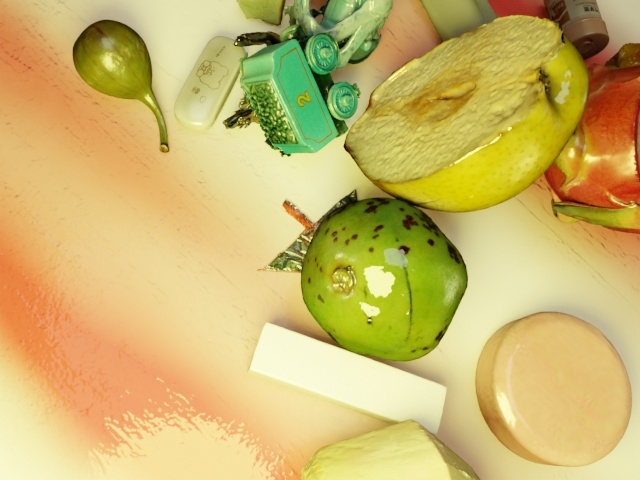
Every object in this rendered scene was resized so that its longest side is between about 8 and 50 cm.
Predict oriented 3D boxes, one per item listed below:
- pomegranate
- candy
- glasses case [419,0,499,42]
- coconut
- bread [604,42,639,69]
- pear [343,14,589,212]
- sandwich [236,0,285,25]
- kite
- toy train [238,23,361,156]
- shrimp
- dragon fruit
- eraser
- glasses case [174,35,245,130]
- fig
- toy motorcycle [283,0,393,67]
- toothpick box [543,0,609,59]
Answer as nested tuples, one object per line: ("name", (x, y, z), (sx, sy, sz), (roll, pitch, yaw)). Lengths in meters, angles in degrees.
("pomegranate", (0.103, 0.060, 0.865), (0.254, 0.270, 0.255), (-8, 75, 32))
("candy", (0.383, 0.235, 0.928), (0.255, 0.094, 0.256), (3, 71, -9))
("glasses case", (0.299, -0.410, 1.107), (0.083, 0.128, 0.308), (-12, 73, -39))
("coconut", (0.108, 0.368, 0.761), (0.244, 0.239, 0.239), (-9, 74, -12))
("bread", (0.760, -0.268, 1.157), (0.380, 0.109, 0.185), (17, 69, -6))
("pear", (0.238, -0.170, 0.911), (0.191, 0.386, 0.340), (42, 72, -29))
("sandwich", (-0.109, -0.453, 1.056), (0.093, 0.105, 0.036), (12, 70, -10))
("kite", (0.000, 0.000, 0.978), (0.189, 0.009, 0.232), (44, 70, 5))
("toy train", (-0.035, -0.250, 0.963), (0.163, 0.112, 0.203), (-43, 118, -29))
("shrimp", (-0.110, -0.289, 1.004), (0.219, 0.046, 0.152), (-45, 111, -27))
("dragon fruit", (0.484, -0.157, 0.992), (0.305, 0.225, 0.306), (-5, 98, -45))
("eraser", (0.039, 0.216, 0.879), (0.298, 0.078, 0.076), (21, 69, -4))
("glasses case", (-0.196, -0.282, 1.012), (0.074, 0.049, 0.194), (23, 71, -4))
("fig", (-0.315, -0.258, 0.962), (0.124, 0.124, 0.236), (-39, 101, -19))
("toy motorcycle", (0.049, -0.449, 1.012), (0.206, 0.260, 0.154), (1, 30, -35))
("toothpick box", (0.530, -0.462, 1.181), (0.098, 0.098, 0.149), (-3, 72, -12))
